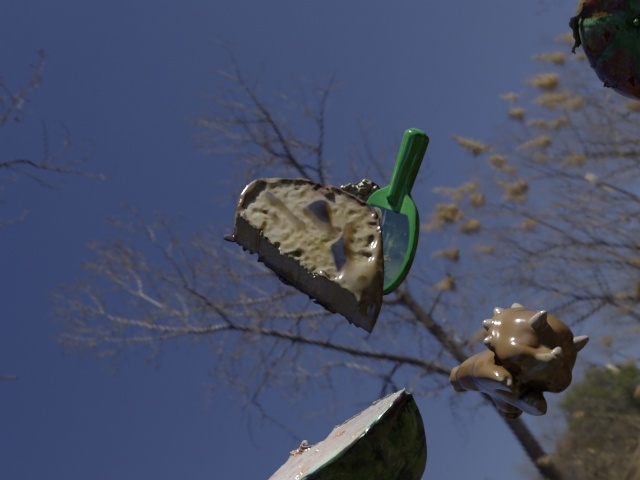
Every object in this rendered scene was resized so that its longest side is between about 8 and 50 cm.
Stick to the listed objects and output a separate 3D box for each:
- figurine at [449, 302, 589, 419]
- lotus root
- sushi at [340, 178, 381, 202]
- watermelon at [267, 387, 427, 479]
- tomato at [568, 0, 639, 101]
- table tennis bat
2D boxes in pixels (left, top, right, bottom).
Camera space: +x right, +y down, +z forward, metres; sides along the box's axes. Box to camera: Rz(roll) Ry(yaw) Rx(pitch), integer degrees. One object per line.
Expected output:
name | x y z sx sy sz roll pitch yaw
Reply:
figurine | 0.345 0.198 1.645 0.173 0.177 0.247 -59 -8 -16
lotus root | 0.000 0.000 1.334 0.170 0.261 0.074 -51 -17 -36
sushi | 0.060 -0.061 1.913 0.150 0.090 0.078 -29 -13 11
watermelon | 0.052 0.375 1.589 0.224 0.180 0.305 21 -48 -40
tomato | 0.635 -0.403 1.776 0.239 0.303 0.303 -14 -53 -44
table tennis bat | 0.108 -0.042 1.426 0.039 0.160 0.257 12 -80 -31
